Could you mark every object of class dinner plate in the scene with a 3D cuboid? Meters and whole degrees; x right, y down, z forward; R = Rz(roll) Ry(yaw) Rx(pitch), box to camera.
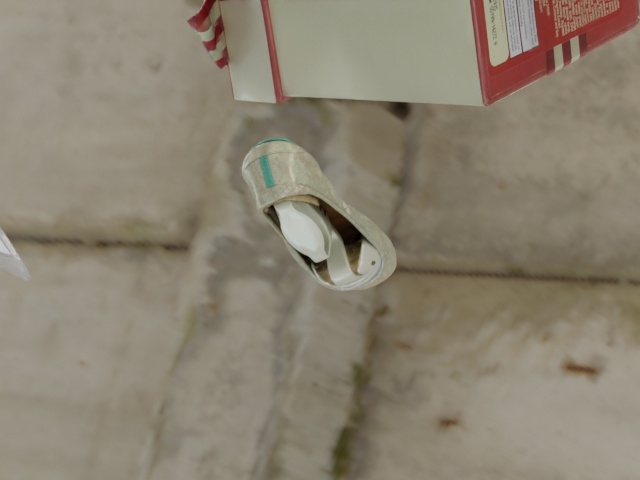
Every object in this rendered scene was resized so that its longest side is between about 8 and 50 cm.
[{"bbox_3d":[-0.293,-0.019,1.568,0.017,0.141,0.141,-36,-133,-14],"label":"dinner plate"}]

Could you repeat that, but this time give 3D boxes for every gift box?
[{"bbox_3d":[0.045,-0.236,1.308,0.258,0.276,0.255,7,-71,39],"label":"gift box"}]

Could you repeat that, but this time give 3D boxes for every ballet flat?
[{"bbox_3d":[0.000,0.000,1.121,0.057,0.168,0.052,-26,-128,17],"label":"ballet flat"}]
